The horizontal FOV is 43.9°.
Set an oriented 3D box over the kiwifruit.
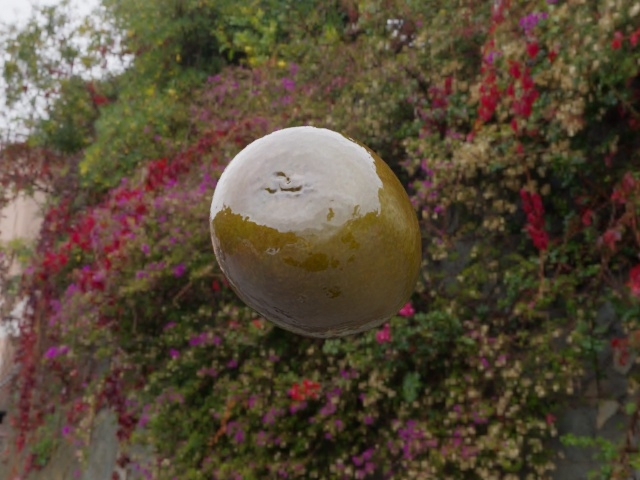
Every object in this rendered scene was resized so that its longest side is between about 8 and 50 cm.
[{"bbox_3d":[0.000,0.000,0.768,0.196,0.195,0.234,-3,-19,14],"label":"kiwifruit"}]
